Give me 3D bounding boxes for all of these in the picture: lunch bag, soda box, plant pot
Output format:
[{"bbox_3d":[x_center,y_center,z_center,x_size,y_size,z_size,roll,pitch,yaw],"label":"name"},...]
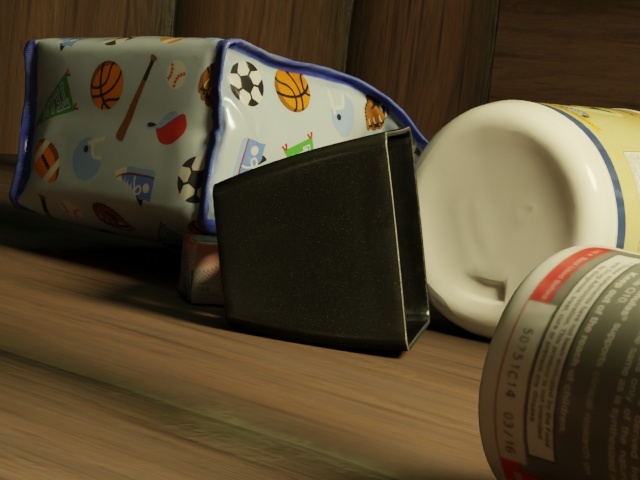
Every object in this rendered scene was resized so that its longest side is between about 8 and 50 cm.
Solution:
[{"bbox_3d":[-0.093,-0.088,1.979,0.327,0.239,0.385,9,1,40],"label":"lunch bag"},{"bbox_3d":[-0.044,0.032,1.745,0.183,0.063,0.058,4,7,-18],"label":"soda box"},{"bbox_3d":[0.000,0.000,1.612,0.167,0.188,0.187,-4,5,9],"label":"plant pot"}]

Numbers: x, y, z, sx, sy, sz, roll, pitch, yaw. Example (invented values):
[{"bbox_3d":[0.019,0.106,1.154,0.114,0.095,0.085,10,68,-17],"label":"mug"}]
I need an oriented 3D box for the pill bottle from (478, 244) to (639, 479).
[{"bbox_3d":[0.239,0.101,0.954,0.161,0.161,0.283,0,9,-44],"label":"pill bottle"}]

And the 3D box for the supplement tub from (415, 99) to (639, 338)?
[{"bbox_3d":[0.253,-0.021,1.777,0.228,0.228,0.316,11,8,36],"label":"supplement tub"}]
